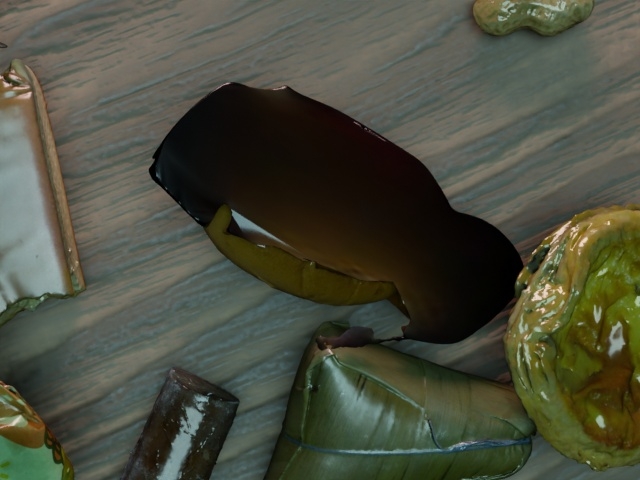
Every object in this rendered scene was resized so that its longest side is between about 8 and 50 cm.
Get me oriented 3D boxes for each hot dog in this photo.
[{"bbox_3d":[0.002,-0.006,1.222,0.326,0.107,0.194,42,71,-9],"label":"hot dog"}]

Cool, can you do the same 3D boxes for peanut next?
[{"bbox_3d":[0.196,-0.214,1.263,0.113,0.054,0.054,-5,92,-2],"label":"peanut"}]

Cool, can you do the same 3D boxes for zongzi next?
[{"bbox_3d":[0.059,0.222,1.240,0.228,0.115,0.256,19,98,-11],"label":"zongzi"}]

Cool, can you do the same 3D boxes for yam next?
[{"bbox_3d":[-0.131,0.194,1.236,0.079,0.079,0.141,25,88,-4],"label":"yam"}]

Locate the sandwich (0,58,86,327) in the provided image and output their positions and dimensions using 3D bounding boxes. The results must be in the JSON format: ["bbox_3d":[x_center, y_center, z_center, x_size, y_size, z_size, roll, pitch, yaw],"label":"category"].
[{"bbox_3d":[-0.274,-0.023,1.206,0.186,0.108,0.220,42,86,-4],"label":"sandwich"}]

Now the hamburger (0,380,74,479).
[{"bbox_3d":[-0.296,0.190,1.173,0.125,0.214,0.235,-41,118,-16],"label":"hamburger"}]

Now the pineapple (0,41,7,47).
[{"bbox_3d":[-0.416,-0.260,1.119,0.364,0.165,0.165,29,89,-30],"label":"pineapple"}]

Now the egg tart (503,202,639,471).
[{"bbox_3d":[0.259,0.084,1.236,0.241,0.106,0.241,-2,95,-24],"label":"egg tart"}]
